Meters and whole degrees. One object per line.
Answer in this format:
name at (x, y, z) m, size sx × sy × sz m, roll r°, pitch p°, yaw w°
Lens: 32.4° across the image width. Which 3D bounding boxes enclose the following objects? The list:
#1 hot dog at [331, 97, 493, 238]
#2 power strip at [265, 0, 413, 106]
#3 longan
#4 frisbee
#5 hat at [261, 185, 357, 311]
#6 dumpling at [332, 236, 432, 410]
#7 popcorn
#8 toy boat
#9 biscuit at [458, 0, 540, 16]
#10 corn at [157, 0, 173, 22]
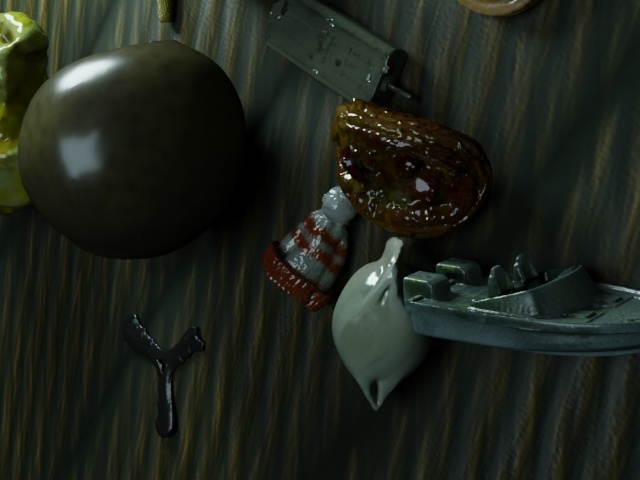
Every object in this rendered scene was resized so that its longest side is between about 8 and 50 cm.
hot dog at (0.098, -0.089, 1.313) m, size 0.227 × 0.099 × 0.160 m, roll 16°, pitch 132°, yaw 41°
power strip at (0.027, -0.241, 1.423) m, size 0.268 × 0.034 × 0.092 m, roll 39°, pitch 118°, yaw 36°
longan at (-0.256, -0.126, 1.523) m, size 0.319 × 0.319 × 0.319 m, roll 4°, pitch 96°, yaw 44°
frisbee at (-0.241, 0.184, 1.730) m, size 0.187 × 0.012 × 0.211 m, roll -42°, pitch 64°, yaw 37°
hat at (0.000, 0.000, 1.448) m, size 0.112 × 0.093 × 0.162 m, roll 43°, pitch 103°, yaw 22°
dumpling at (0.075, 0.093, 1.353) m, size 0.151 × 0.124 × 0.229 m, roll -98°, pitch 18°, yaw -62°
popcorn at (-0.552, -0.211, 1.866) m, size 0.292 × 0.293 × 0.334 m, roll -14°, pitch 116°, yaw 8°
toy boat at (0.240, 0.069, 1.166) m, size 0.319 × 0.141 × 0.092 m, roll 6°, pitch 108°, yaw 43°
biscuit at (0.210, -0.397, 1.232) m, size 0.202 × 0.044 × 0.288 m, roll 22°, pitch 110°, yaw 41°
corn at (-0.235, -0.373, 1.674) m, size 0.027 × 0.028 × 0.083 m, roll 9°, pitch 103°, yaw 38°
